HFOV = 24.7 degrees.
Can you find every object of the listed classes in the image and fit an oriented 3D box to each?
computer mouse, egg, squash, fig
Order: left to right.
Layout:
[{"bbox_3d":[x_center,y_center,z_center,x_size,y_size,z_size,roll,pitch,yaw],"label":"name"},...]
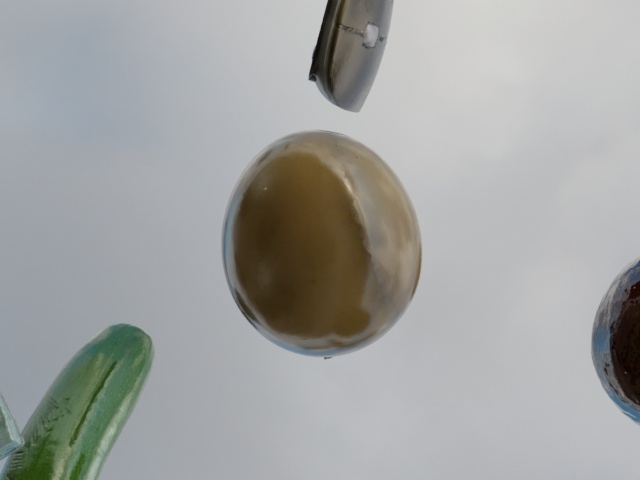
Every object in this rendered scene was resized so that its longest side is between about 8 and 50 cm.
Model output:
[{"bbox_3d":[-0.225,0.178,1.304,0.082,0.292,0.082,12,-43,12],"label":"squash"},{"bbox_3d":[0.000,0.000,0.568,0.080,0.080,0.096,28,-23,20],"label":"egg"},{"bbox_3d":[0.028,-0.172,1.226,0.056,0.245,0.126,14,-85,2],"label":"computer mouse"},{"bbox_3d":[0.344,0.054,1.246,0.204,0.249,0.186,11,-31,17],"label":"fig"}]

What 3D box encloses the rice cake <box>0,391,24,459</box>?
[{"bbox_3d":[-0.286,0.053,1.054,0.045,0.042,0.245,-33,-107,-3],"label":"rice cake"}]
